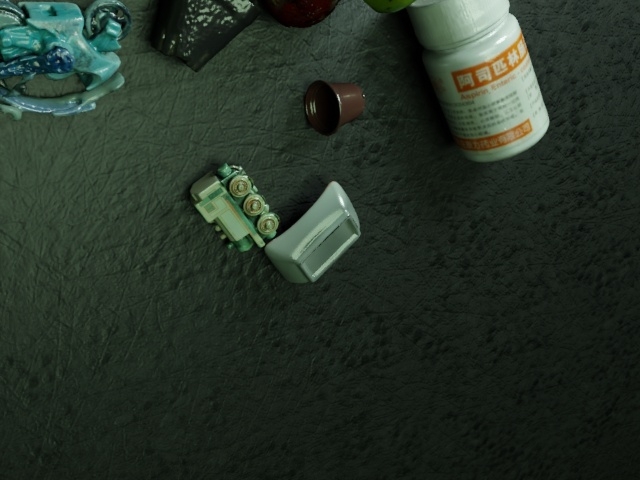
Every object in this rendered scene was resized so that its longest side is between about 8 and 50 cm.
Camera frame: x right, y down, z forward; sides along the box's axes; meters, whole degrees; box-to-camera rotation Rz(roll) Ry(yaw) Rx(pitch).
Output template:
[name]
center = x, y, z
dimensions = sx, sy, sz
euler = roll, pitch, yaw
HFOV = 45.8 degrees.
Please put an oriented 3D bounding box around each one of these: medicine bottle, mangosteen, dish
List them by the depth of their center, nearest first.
[mangosteen]
center = -0.025, -0.484, 1.399
dimensions = 0.180, 0.166, 0.166
euler = -46, 126, -40
[dish]
center = 0.000, 0.000, 1.584
dimensions = 0.212, 0.077, 0.151
euler = -44, 145, -9
[medicine bottle]
center = 0.331, -0.367, 1.588
dimensions = 0.211, 0.211, 0.372
euler = -36, 120, -13

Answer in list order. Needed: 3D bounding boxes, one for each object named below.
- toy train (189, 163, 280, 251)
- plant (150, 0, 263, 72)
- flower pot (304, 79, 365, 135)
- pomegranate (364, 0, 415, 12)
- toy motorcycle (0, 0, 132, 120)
[toy train]
center = -0.168, -0.059, 1.508
dimensions = 0.125, 0.081, 0.194
euler = -35, 122, -2
[plant]
center = -0.197, -0.428, 1.332
dimensions = 0.164, 0.142, 0.256
euler = 28, 103, -32
[flower pot]
center = 0.035, -0.275, 1.536
dimensions = 0.089, 0.111, 0.111
euler = -21, 116, -38
[pomegranate]
center = 0.122, -0.569, 1.331
dimensions = 0.216, 0.358, 0.310
euler = -33, 85, 26
[toy motorcycle]
center = -0.443, -0.301, 1.249
dimensions = 0.260, 0.154, 0.206
euler = -10, 134, -29
